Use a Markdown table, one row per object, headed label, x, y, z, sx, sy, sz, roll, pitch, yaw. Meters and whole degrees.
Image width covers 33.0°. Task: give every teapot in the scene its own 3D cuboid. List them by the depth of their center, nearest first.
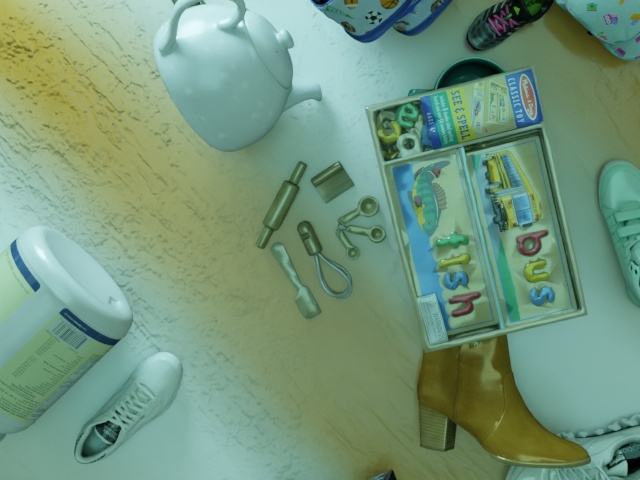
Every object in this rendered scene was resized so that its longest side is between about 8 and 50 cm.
| label | x | y | z | sx | sy | sz | roll | pitch | yaw |
| --- | --- | --- | --- | --- | --- | --- | --- | --- | --- |
| teapot | -0.130 | -0.277 | 1.694 | 0.187 | 0.256 | 0.252 | -28 | 102 | 16 |

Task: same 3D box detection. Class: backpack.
| label | x | y | z | sx | sy | sz | roll | pitch | yaw |
| --- | --- | --- | --- | --- | --- | --- | --- | --- | --- |
| backpack | 0.104 | -0.441 | 1.689 | 0.263 | 0.276 | 0.213 | -41 | 114 | 13 |
| backpack | 0.489 | -0.384 | 1.718 | 0.188 | 0.144 | 0.166 | 39 | 120 | -9 |

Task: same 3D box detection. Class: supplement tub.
| label | x | y | z | sx | sy | sz | roll | pitch | yaw |
| --- | --- | --- | --- | --- | --- | --- | --- | --- | --- |
| supplement tub | -0.492 | 0.161 | 1.748 | 0.325 | 0.235 | 0.235 | -43 | 91 | 4 |

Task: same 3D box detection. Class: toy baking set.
| label | x | y | z | sx | sy | sz | roll | pitch | yaw |
| --- | --- | --- | --- | --- | --- | --- | --- | --- | --- |
| toy baking set | -0.005 | -0.005 | 1.821 | 0.197 | 0.030 | 0.256 | 32 | 94 | 0 |

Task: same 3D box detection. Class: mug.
| label | x | y | z | sx | sy | sz | roll | pitch | yaw |
| --- | --- | --- | --- | --- | --- | --- | --- | --- | --- |
| mug | 0.236 | -0.238 | 1.765 | 0.158 | 0.097 | 0.129 | 34 | 95 | 1 |

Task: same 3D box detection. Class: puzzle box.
| label | x | y | z | sx | sy | sz | roll | pitch | yaw |
| --- | --- | --- | --- | --- | --- | --- | --- | --- | --- |
| puzzle box | 0.248 | -0.047 | 1.710 | 0.272 | 0.052 | 0.409 | -14 | 97 | 3 |

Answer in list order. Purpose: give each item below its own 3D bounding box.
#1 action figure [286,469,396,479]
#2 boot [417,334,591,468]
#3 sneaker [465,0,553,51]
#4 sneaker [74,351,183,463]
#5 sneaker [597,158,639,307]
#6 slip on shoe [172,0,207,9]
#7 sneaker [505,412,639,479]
| label | x | y | z | sx | sy | sz | roll | pitch | yaw |
| --- | --- | --- | --- | --- | --- | --- | --- | --- | --- |
| action figure | 0.009 | 0.485 | 1.823 | 0.285 | 0.099 | 0.185 | -22 | 100 | 7 |
| boot | 0.299 | 0.251 | 1.764 | 0.295 | 0.104 | 0.211 | 5 | 89 | 21 |
| sneaker | 0.312 | -0.369 | 1.765 | 0.170 | 0.075 | 0.063 | -31 | 92 | 4 |
| sneaker | -0.321 | 0.287 | 1.821 | 0.090 | 0.095 | 0.235 | 42 | 93 | 1 |
| sneaker | 0.522 | -0.009 | 1.741 | 0.094 | 0.151 | 0.256 | -16 | 92 | 5 |
| slip on shoe | -0.204 | -0.377 | 1.800 | 0.051 | 0.041 | 0.135 | -36 | 92 | 4 |
| sneaker | 0.445 | 0.371 | 1.786 | 0.292 | 0.118 | 0.110 | -22 | 94 | 5 |
